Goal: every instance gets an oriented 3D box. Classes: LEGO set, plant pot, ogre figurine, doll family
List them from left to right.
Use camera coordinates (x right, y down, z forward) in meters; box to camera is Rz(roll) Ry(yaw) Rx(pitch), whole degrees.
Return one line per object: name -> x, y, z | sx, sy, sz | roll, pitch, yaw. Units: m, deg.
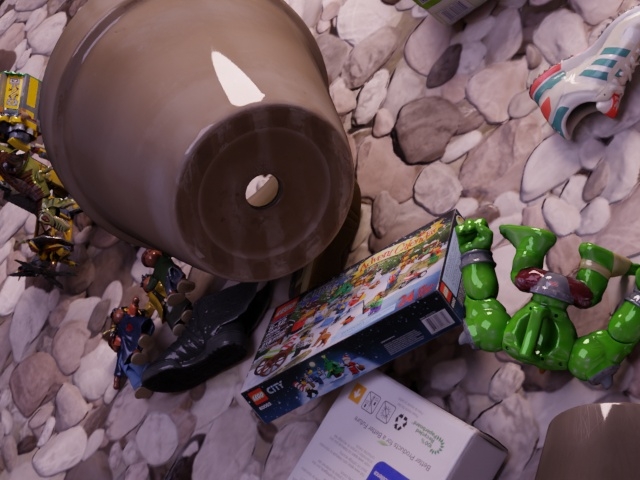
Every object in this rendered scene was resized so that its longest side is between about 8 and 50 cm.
LEGO set -> -0.350, -0.041, 1.658 | 0.255, 0.331, 0.192 | -10, 64, 26
doll family -> -0.204, 0.092, 1.597 | 0.193, 0.076, 0.111 | -54, 44, 6
plant pot -> -0.103, -0.101, 1.411 | 0.323, 0.323, 0.280 | -52, 33, 5
ogre figurine -> 0.199, 0.055, 1.186 | 0.197, 0.097, 0.118 | 20, 79, 4

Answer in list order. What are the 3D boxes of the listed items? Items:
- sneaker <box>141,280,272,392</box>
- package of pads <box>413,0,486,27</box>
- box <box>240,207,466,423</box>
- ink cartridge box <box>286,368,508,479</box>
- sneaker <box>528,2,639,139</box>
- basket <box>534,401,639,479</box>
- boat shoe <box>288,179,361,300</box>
sneaker -> -0.129, 0.105, 1.532 | 0.170, 0.051, 0.089 | -25, 48, 25
package of pads -> 0.185, -0.408, 1.527 | 0.229, 0.101, 0.296 | -33, 43, 27
box -> 0.040, 0.072, 1.327 | 0.233, 0.044, 0.159 | -30, 19, 25
ink cartridge box -> 0.006, 0.304, 1.241 | 0.175, 0.069, 0.371 | 27, 82, 51
sneaker -> 0.280, -0.158, 1.303 | 0.161, 0.057, 0.075 | -35, 60, 22
basket -> 0.221, 0.247, 1.002 | 0.204, 0.154, 0.227 | -14, 51, 38
boat shoe -> 0.000, 0.000, 1.466 | 0.049, 0.056, 0.152 | 4, 67, 41
